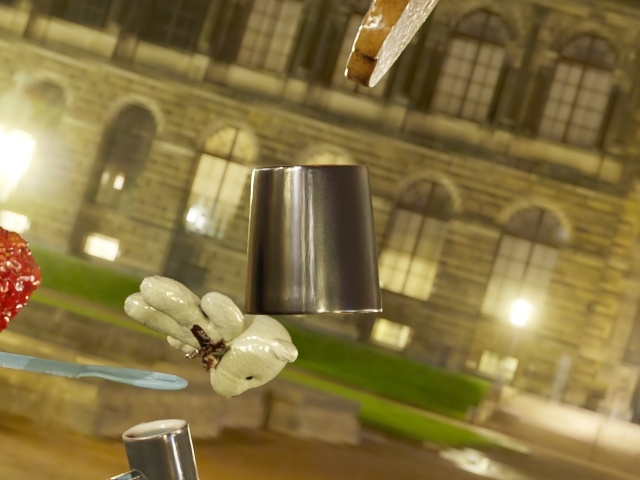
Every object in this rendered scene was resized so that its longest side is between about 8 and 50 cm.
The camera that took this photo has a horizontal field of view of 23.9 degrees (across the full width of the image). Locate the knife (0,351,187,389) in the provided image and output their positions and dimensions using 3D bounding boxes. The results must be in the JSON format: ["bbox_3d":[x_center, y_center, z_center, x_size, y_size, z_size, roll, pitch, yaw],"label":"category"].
[{"bbox_3d":[-0.339,0.180,2.085,0.313,0.019,0.044,8,24,2],"label":"knife"}]

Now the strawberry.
[{"bbox_3d":[-0.443,0.050,1.860,0.201,0.184,0.187,-12,36,0],"label":"strawberry"}]

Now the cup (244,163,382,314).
[{"bbox_3d":[-0.016,0.000,1.858,0.166,0.177,0.239,-2,-1,-8],"label":"cup"}]

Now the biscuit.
[{"bbox_3d":[0.111,-0.292,1.657,0.049,0.273,0.257,33,-2,4],"label":"biscuit"}]

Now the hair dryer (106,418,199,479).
[{"bbox_3d":[-0.227,0.278,1.510,0.255,0.128,0.070,-19,11,-38],"label":"hair dryer"}]

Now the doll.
[{"bbox_3d":[-0.182,0.155,2.416,0.278,0.149,0.175,27,-3,-12],"label":"doll"}]
